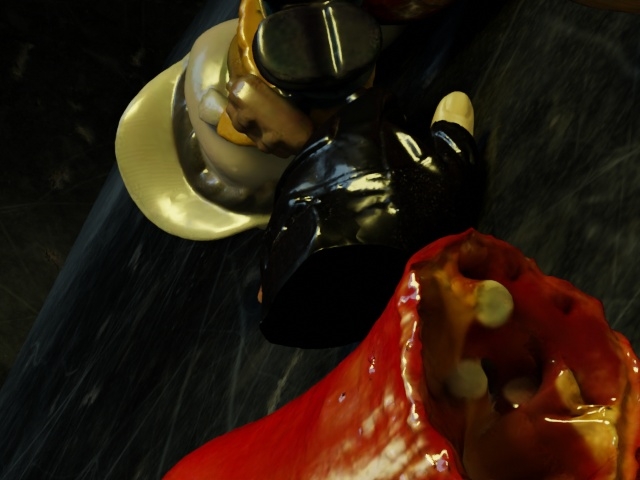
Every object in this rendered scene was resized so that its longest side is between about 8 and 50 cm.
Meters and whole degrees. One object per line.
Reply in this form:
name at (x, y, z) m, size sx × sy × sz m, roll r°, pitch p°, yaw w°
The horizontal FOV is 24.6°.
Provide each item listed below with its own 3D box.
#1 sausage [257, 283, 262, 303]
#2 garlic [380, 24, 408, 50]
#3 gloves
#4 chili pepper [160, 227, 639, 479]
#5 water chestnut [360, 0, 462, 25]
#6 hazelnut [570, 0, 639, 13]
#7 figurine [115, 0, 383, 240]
sausage at (0.000, 0.000, 1.153) m, size 0.147 × 0.035 × 0.030 m, roll -50°, pitch -3°, yaw 28°
garlic at (-0.015, -0.278, 1.392) m, size 0.340 × 0.231 × 0.246 m, roll -87°, pitch 19°, yaw -62°
gloves at (0.032, -0.028, 0.949) m, size 0.164 × 0.124 × 0.203 m, roll -34°, pitch 30°, yaw 21°
chili pepper at (-0.005, 0.137, 0.638) m, size 0.338 × 0.131 × 0.134 m, roll -42°, pitch 45°, yaw 40°
water chestnut at (0.059, -0.317, 1.136) m, size 0.244 × 0.289 × 0.289 m, roll -17°, pitch 15°, yaw -2°
hazelnut at (0.168, -0.200, 0.677) m, size 0.214 × 0.176 × 0.214 m, roll -26°, pitch 18°, yaw 9°
figurine at (-0.018, -0.116, 1.124) m, size 0.332 × 0.204 × 0.185 m, roll -31°, pitch 63°, yaw 59°
